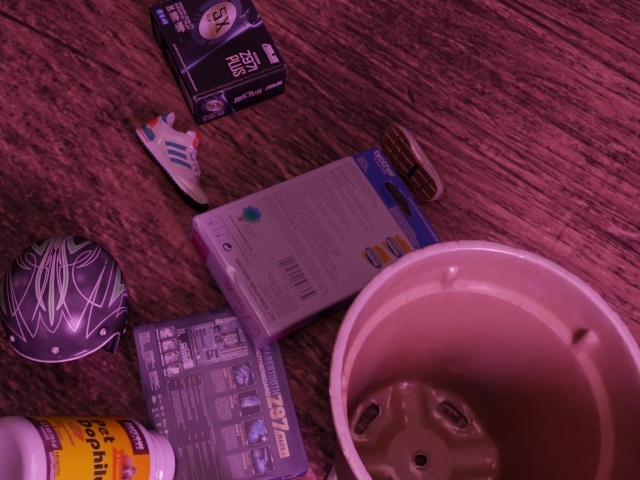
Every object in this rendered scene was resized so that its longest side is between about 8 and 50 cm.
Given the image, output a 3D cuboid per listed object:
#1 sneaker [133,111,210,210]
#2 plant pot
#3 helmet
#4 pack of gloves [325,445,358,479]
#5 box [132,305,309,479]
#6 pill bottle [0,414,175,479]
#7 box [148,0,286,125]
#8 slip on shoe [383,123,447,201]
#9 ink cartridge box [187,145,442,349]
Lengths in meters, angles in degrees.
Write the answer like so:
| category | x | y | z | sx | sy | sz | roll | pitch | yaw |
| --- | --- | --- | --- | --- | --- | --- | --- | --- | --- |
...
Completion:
| category | x | y | z | sx | sy | sz | roll | pitch | yaw |
| --- | --- | --- | --- | --- | --- | --- | --- | --- | --- |
| sneaker | -0.195 | -0.118 | 1.158 | 0.075 | 0.057 | 0.161 | -37 | 74 | -11 |
| plant pot | 0.150 | 0.217 | 0.913 | 0.333 | 0.305 | 0.334 | 4 | 61 | -7 |
| helmet | -0.320 | 0.077 | 1.015 | 0.169 | 0.161 | 0.170 | 2 | 69 | -4 |
| pack of gloves | 0.063 | 0.395 | 0.990 | 0.195 | 0.046 | 0.232 | 29 | 69 | 7 |
| box | -0.129 | 0.205 | 1.038 | 0.183 | 0.059 | 0.233 | -13 | 70 | -10 |
| pill bottle | -0.264 | 0.252 | 0.891 | 0.117 | 0.215 | 0.117 | -8 | 76 | 32 |
| box | -0.154 | -0.285 | 1.215 | 0.147 | 0.077 | 0.180 | -22 | 72 | -14 |
| slip on shoe | 0.142 | -0.115 | 1.198 | 0.041 | 0.051 | 0.135 | -5 | 53 | -50 |
| ink cartridge box | 0.000 | 0.000 | 1.102 | 0.311 | 0.065 | 0.186 | -25 | 73 | -28 |
